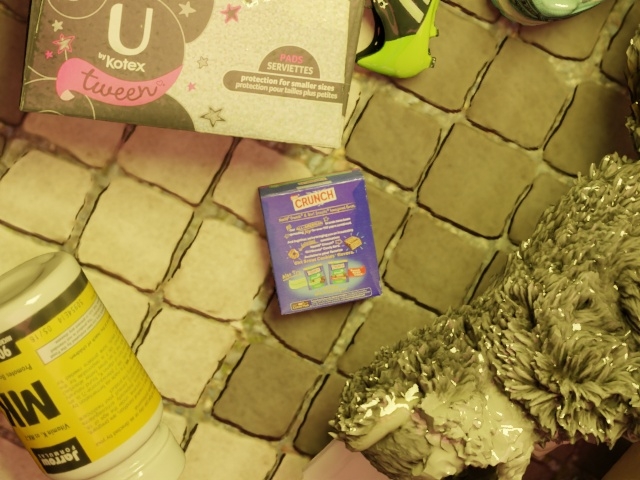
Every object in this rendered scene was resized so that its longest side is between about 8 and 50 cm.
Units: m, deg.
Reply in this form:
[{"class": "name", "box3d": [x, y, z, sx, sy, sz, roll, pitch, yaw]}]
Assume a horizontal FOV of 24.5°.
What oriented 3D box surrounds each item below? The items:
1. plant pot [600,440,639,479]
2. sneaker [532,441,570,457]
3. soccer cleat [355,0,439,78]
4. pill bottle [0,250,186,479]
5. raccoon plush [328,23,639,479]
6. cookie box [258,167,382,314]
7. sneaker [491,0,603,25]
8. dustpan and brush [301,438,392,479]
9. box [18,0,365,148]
[{"class": "plant pot", "box3d": [0.299, 0.342, 1.274, 0.334, 0.334, 0.305, 36, 87, -16]}, {"class": "sneaker", "box3d": [0.223, 0.139, 1.314, 0.232, 0.090, 0.115, 5, 112, -1]}, {"class": "soccer cleat", "box3d": [0.067, -0.220, 1.196, 0.072, 0.060, 0.179, 5, 107, -9]}, {"class": "pill bottle", "box3d": [-0.204, 0.124, 1.218, 0.119, 0.119, 0.208, -30, 107, 0]}, {"class": "raccoon plush", "box3d": [0.164, 0.008, 1.180, 0.299, 0.216, 0.446, 2, 76, 8]}, {"class": "cookie box", "box3d": [0.000, 0.000, 1.255, 0.092, 0.040, 0.107, -11, 107, -5]}, {"class": "sneaker", "box3d": [0.271, -0.261, 1.181, 0.283, 0.122, 0.110, -37, 107, 2]}, {"class": "dustpan and brush", "box3d": [0.091, 0.232, 1.333, 0.147, 0.060, 0.211, -42, 101, -9]}, {"class": "box", "box3d": [-0.100, -0.170, 1.139, 0.247, 0.142, 0.163, 7, 104, -10]}]
